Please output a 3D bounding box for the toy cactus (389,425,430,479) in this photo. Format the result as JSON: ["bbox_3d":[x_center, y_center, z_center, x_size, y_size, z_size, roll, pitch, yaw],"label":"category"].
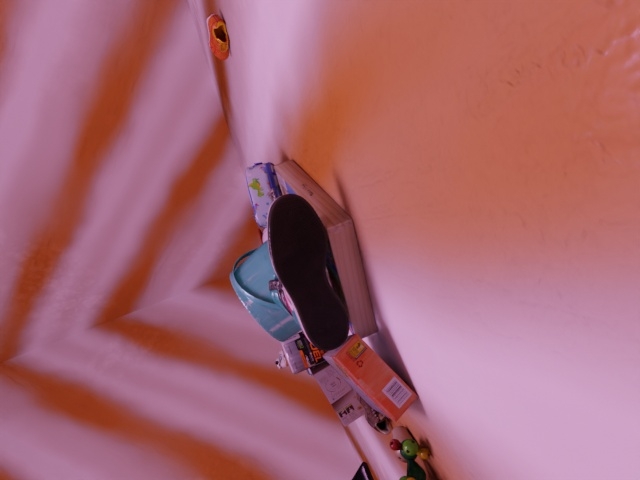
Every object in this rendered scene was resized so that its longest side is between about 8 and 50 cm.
[{"bbox_3d":[0.178,0.463,0.889,0.180,0.112,0.219,-108,-7,-66],"label":"toy cactus"}]

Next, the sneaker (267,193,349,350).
[{"bbox_3d":[-0.042,0.047,0.833,0.178,0.124,0.295,26,134,66],"label":"sneaker"}]

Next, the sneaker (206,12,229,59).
[{"bbox_3d":[-0.323,-0.637,1.403,0.067,0.064,0.175,56,170,15],"label":"sneaker"}]

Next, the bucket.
[{"bbox_3d":[-0.102,0.124,1.189,0.281,0.183,0.281,51,180,0],"label":"bucket"}]

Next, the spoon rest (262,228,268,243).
[{"bbox_3d":[-0.153,-0.016,1.560,0.084,0.137,0.276,43,167,-1],"label":"spoon rest"}]

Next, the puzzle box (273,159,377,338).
[{"bbox_3d":[0.000,0.000,0.988,0.409,0.052,0.272,-128,18,-59],"label":"puzzle box"}]

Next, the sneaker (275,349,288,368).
[{"bbox_3d":[-0.127,0.373,1.379,0.083,0.037,0.031,-134,23,-71],"label":"sneaker"}]

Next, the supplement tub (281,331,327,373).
[{"bbox_3d":[-0.020,0.338,1.402,0.117,0.190,0.117,158,90,-81],"label":"supplement tub"}]

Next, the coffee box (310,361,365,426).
[{"bbox_3d":[0.050,0.486,1.499,0.246,0.098,0.141,62,173,-22],"label":"coffee box"}]

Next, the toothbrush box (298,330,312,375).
[{"bbox_3d":[-0.041,0.518,2.100,0.295,0.126,0.216,106,141,-74],"label":"toothbrush box"}]

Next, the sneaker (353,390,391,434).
[{"bbox_3d":[0.141,0.416,1.111,0.071,0.066,0.188,28,147,50],"label":"sneaker"}]

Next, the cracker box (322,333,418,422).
[{"bbox_3d":[0.088,0.267,0.879,0.156,0.067,0.232,45,166,6],"label":"cracker box"}]

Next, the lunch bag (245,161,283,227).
[{"bbox_3d":[-0.137,-0.125,1.226,0.219,0.090,0.176,11,-114,-84],"label":"lunch bag"}]

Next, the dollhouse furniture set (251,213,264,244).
[{"bbox_3d":[-0.205,0.042,1.818,0.259,0.135,0.262,65,-175,-58],"label":"dollhouse furniture set"}]

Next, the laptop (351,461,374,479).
[{"bbox_3d":[0.227,0.671,0.903,0.407,0.236,0.382,100,150,-46],"label":"laptop"}]
